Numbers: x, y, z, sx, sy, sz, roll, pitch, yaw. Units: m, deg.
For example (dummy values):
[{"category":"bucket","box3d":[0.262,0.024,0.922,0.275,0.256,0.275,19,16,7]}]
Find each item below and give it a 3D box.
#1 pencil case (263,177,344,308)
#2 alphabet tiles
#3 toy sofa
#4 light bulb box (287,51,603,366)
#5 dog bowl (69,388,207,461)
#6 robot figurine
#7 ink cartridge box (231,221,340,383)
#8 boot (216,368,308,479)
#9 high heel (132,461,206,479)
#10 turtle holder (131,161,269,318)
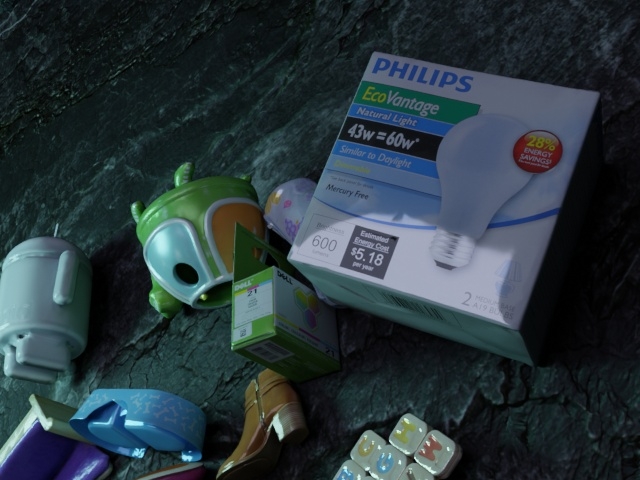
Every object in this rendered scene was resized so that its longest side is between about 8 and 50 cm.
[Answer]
[{"category":"pencil case","box3d":[0.000,0.000,1.525,0.124,0.113,0.273,-21,46,-19]},{"category":"alphabet tiles","box3d":[0.091,0.395,1.233,0.284,0.021,0.278,-56,28,-6]},{"category":"toy sofa","box3d":[-0.593,0.508,1.683,0.362,0.150,0.177,-53,44,1]},{"category":"light bulb box","box3d":[0.200,-0.051,1.265,0.357,0.225,0.361,16,75,24]},{"category":"dog bowl","box3d":[-0.335,0.341,1.574,0.297,0.166,0.074,-7,49,36]},{"category":"robot figurine","box3d":[-0.617,0.138,1.883,0.300,0.199,0.353,-36,45,37]},{"category":"ink cartridge box","box3d":[-0.062,0.095,1.472,0.097,0.189,0.255,-23,52,28]},{"category":"boot","box3d":[-0.114,0.323,1.470,0.197,0.073,0.152,-37,44,8]},{"category":"high heel","box3d":[-0.343,0.537,1.528,0.377,0.127,0.181,-28,79,18]},{"category":"turtle holder","box3d":[-0.247,0.019,1.635,0.320,0.243,0.227,-26,68,13]}]
